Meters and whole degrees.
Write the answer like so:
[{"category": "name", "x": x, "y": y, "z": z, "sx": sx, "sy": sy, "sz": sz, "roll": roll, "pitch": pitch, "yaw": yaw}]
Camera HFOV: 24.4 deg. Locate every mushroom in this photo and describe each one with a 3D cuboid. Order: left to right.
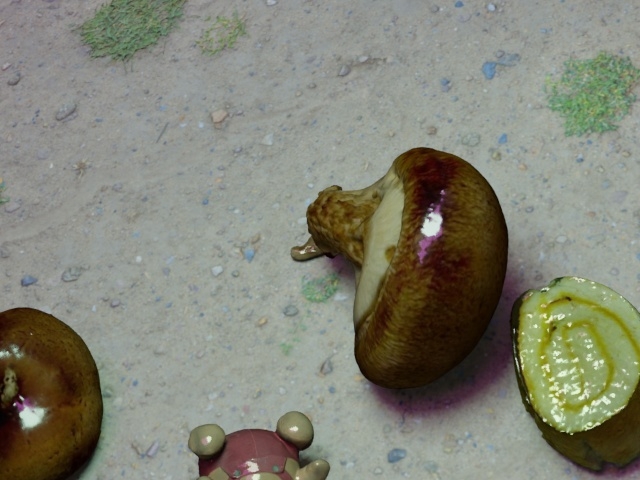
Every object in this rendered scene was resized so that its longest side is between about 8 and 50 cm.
[{"category": "mushroom", "x": -0.426, "y": 0.229, "z": 2.053, "sx": 0.267, "sy": 0.254, "sz": 0.267, "roll": 0, "pitch": 85, "yaw": -3}, {"category": "mushroom", "x": 0.102, "y": 0.027, "z": 1.944, "sx": 0.259, "sy": 0.345, "sz": 0.345, "roll": 13, "pitch": 59, "yaw": -3}]

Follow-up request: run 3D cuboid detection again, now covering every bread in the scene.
[{"category": "bread", "x": 0.337, "y": 0.157, "z": 1.877, "sx": 0.186, "sy": 0.124, "sz": 0.257, "roll": -23, "pitch": 50, "yaw": 1}]

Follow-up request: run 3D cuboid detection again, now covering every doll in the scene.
[{"category": "doll", "x": -0.071, "y": 0.349, "z": 1.867, "sx": 0.196, "sy": 0.152, "sz": 0.256, "roll": -23, "pitch": 56, "yaw": 16}]

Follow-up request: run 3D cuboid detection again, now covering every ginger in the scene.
[{"category": "ginger", "x": 0.001, "y": -0.001, "z": 2.153, "sx": 0.097, "sy": 0.030, "sz": 0.048, "roll": -12, "pitch": 56, "yaw": 9}]
